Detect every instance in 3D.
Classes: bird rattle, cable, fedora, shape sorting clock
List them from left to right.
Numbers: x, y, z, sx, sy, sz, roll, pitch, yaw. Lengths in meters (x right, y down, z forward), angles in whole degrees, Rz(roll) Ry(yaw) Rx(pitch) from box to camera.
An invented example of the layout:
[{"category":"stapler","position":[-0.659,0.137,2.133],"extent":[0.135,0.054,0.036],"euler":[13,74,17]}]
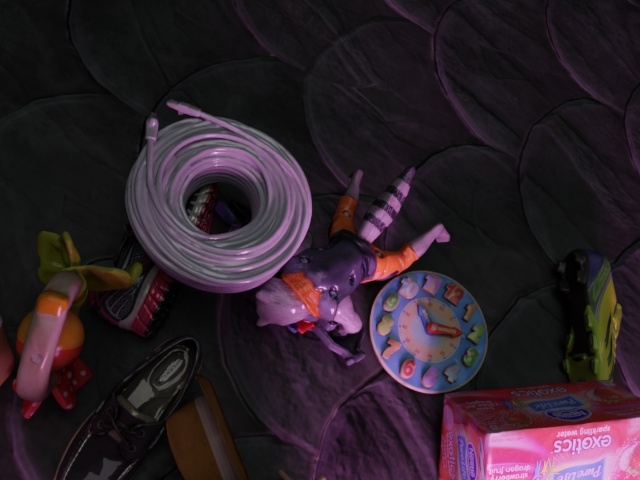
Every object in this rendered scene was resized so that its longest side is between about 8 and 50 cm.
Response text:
[{"category":"bird rattle","position":[-0.345,0.119,0.937],"extent":[0.143,0.207,0.254],"euler":[25,97,-9]},{"category":"fedora","position":[-0.152,0.275,0.977],"extent":[0.079,0.194,0.194],"euler":[-21,73,-12]},{"category":"cable","position":[-0.143,-0.051,1.038],"extent":[0.257,0.089,0.257],"euler":[16,64,-10]},{"category":"shape sorting clock","position":[0.179,0.146,1.210],"extent":[0.206,0.040,0.206],"euler":[7,64,-14]}]

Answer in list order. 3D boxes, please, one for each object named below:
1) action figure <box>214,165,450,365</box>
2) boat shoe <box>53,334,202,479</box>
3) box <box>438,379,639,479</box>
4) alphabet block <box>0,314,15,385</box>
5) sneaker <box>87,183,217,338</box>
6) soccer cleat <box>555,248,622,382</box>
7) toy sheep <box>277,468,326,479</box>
[{"category":"action figure","position":[0.000,0.000,1.149],"extent":[0.341,0.178,0.330],"euler":[42,58,7]},{"category":"boat shoe","position":[-0.257,0.240,1.002],"extent":[0.102,0.092,0.285],"euler":[37,60,3]},{"category":"box","position":[0.340,0.311,1.095],"extent":[0.299,0.142,0.154],"euler":[0,101,-17]},{"category":"alphabet block","position":[-0.515,0.150,0.906],"extent":[0.192,0.197,0.193],"euler":[33,61,1]},{"category":"sneaker","position":[-0.238,-0.007,1.110],"extent":[0.112,0.121,0.299],"euler":[22,60,1]},{"category":"soccer cleat","position":[0.481,0.150,1.274],"extent":[0.121,0.093,0.289],"euler":[13,63,-19]},{"category":"toy sheep","position":[-0.044,0.369,1.014],"extent":[0.091,0.091,0.132],"euler":[45,75,6]}]
